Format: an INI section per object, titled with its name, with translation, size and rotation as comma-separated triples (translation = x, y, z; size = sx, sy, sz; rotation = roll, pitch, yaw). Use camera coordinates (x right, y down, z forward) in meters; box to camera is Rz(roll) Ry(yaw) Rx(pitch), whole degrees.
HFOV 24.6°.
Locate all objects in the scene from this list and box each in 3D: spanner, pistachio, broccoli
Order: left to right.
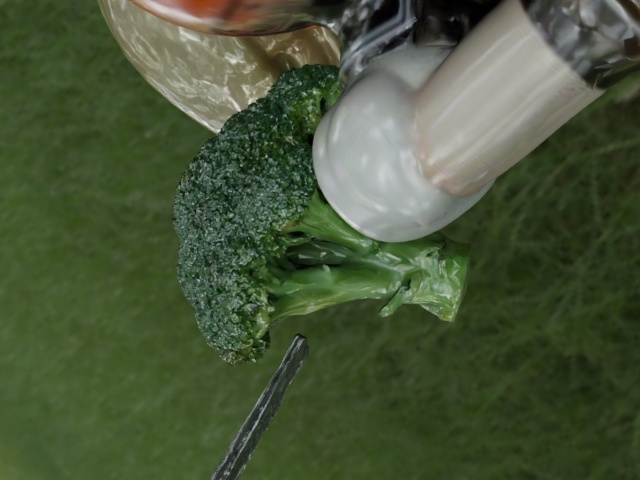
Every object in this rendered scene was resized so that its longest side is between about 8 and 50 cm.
[spanner]
translation = -0.092, 0.214, 1.149
size = 0.026, 0.325, 0.093
rotation = 23, 162, 20
[pistachio]
translation = -0.113, -0.304, 1.681
size = 0.445, 0.281, 0.365
rotation = 56, 170, 29
[broccoli]
translation = 0.000, 0.000, 1.267
size = 0.269, 0.269, 0.254
rotation = 43, 160, 12

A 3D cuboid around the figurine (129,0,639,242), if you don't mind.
[figurine]
translation = -0.011, -0.162, 0.648
size = 0.323, 0.196, 0.320
rotation = 50, 161, 0
